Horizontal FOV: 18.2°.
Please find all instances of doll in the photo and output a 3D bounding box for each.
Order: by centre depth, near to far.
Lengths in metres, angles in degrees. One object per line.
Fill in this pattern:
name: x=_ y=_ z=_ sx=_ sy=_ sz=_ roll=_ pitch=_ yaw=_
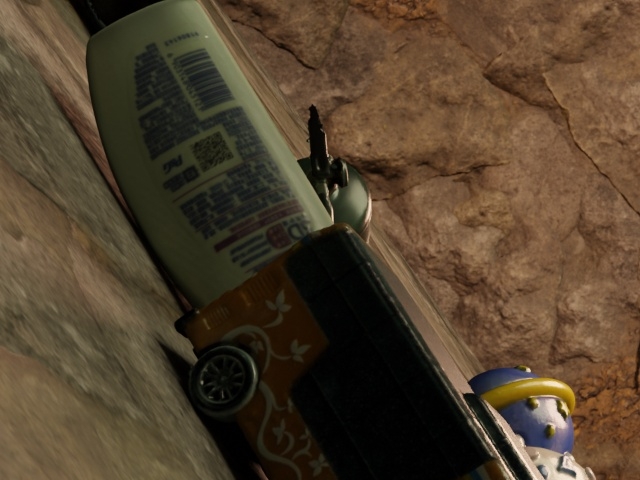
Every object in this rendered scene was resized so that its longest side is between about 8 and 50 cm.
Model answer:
doll: x=0.211 y=0.262 z=2.326 sx=0.311 sy=0.159 sz=0.243 roll=8 pitch=56 yaw=-50

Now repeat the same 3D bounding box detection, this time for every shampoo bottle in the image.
shampoo bottle: x=-0.075 y=-0.025 z=1.571 sx=0.359 sy=0.134 sz=0.078 roll=59 pitch=-15 yaw=24

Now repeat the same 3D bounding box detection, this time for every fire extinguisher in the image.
fire extinguisher: x=0.000 y=0.000 z=1.696 sx=0.294 sy=0.093 sz=0.118 roll=92 pitch=-10 yaw=-60

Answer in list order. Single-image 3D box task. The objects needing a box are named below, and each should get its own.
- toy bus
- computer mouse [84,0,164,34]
toy bus: x=0.037 y=0.140 z=1.354 sx=0.275 sy=0.167 sz=0.138 roll=59 pitch=7 yaw=30
computer mouse: x=-0.181 y=-0.225 z=2.052 sx=0.233 sy=0.096 sz=0.137 roll=53 pitch=-1 yaw=33
